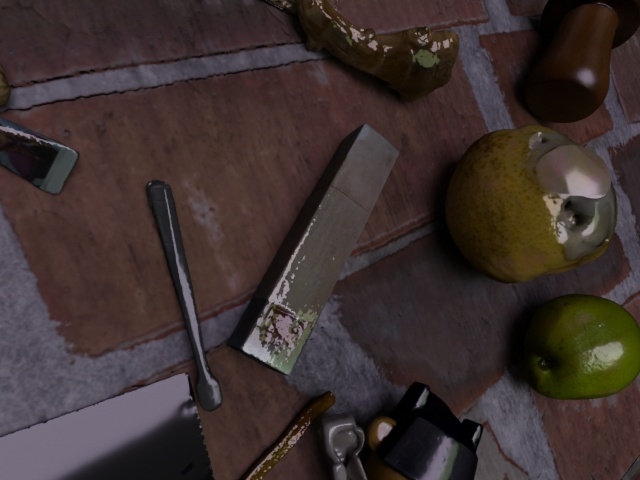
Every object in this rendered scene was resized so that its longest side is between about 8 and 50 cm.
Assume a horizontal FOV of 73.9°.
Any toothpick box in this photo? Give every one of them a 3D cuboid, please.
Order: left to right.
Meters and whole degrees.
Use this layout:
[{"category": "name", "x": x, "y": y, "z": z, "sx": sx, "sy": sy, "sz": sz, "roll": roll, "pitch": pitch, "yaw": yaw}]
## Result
[{"category": "toothpick box", "x": 0.547, "y": -0.408, "z": 0.901, "sx": 0.192, "sy": 0.192, "sz": 0.294, "roll": 31, "pitch": 76, "yaw": -20}]

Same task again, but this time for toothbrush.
[{"category": "toothbrush", "x": -0.171, "y": 0.066, "z": 0.536, "sx": 0.030, "sy": 0.030, "sz": 0.297, "roll": -14, "pitch": 88, "yaw": -20}]

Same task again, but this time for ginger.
[{"category": "ginger", "x": 0.095, "y": -0.317, "z": 0.681, "sx": 0.294, "sy": 0.131, "sz": 0.086, "roll": 18, "pitch": 55, "yaw": -22}]

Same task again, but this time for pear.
[{"category": "pear", "x": 0.341, "y": -0.058, "z": 0.716, "sx": 0.271, "sy": 0.271, "sz": 0.271, "roll": 5, "pitch": 80, "yaw": -27}, {"category": "pear", "x": 0.460, "y": 0.193, "z": 0.767, "sx": 0.219, "sy": 0.187, "sz": 0.187, "roll": -16, "pitch": 90, "yaw": -14}]

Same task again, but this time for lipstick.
[{"category": "lipstick", "x": 0.000, "y": 0.000, "z": 0.607, "sx": 0.080, "sy": 0.076, "sz": 0.371, "roll": 35, "pitch": 68, "yaw": -17}]

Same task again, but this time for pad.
[{"category": "pad", "x": -0.260, "y": 0.267, "z": 0.471, "sx": 0.265, "sy": 0.009, "sz": 0.159, "roll": -13, "pitch": 88, "yaw": -30}]

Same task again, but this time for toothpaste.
[{"category": "toothpaste", "x": -0.376, "y": -0.126, "z": 0.452, "sx": 0.216, "sy": 0.037, "sz": 0.062, "roll": 31, "pitch": 105, "yaw": -21}]

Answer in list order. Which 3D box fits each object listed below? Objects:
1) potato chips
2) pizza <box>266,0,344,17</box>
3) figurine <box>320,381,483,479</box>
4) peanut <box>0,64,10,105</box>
[{"category": "potato chips", "x": -0.056, "y": 0.279, "z": 0.561, "sx": 0.204, "sy": 0.037, "sz": 0.026, "roll": -40, "pitch": 91, "yaw": -21}, {"category": "pizza", "x": -0.029, "y": -0.409, "z": 0.671, "sx": 0.195, "sy": 0.052, "sz": 0.185, "roll": 40, "pitch": 70, "yaw": -18}, {"category": "figurine", "x": 0.115, "y": 0.345, "z": 0.579, "sx": 0.308, "sy": 0.143, "sz": 0.308, "roll": -8, "pitch": 104, "yaw": -35}, {"category": "peanut", "x": -0.382, "y": -0.193, "z": 0.454, "sx": 0.054, "sy": 0.054, "sz": 0.113, "roll": -45, "pitch": 102, "yaw": -26}]
